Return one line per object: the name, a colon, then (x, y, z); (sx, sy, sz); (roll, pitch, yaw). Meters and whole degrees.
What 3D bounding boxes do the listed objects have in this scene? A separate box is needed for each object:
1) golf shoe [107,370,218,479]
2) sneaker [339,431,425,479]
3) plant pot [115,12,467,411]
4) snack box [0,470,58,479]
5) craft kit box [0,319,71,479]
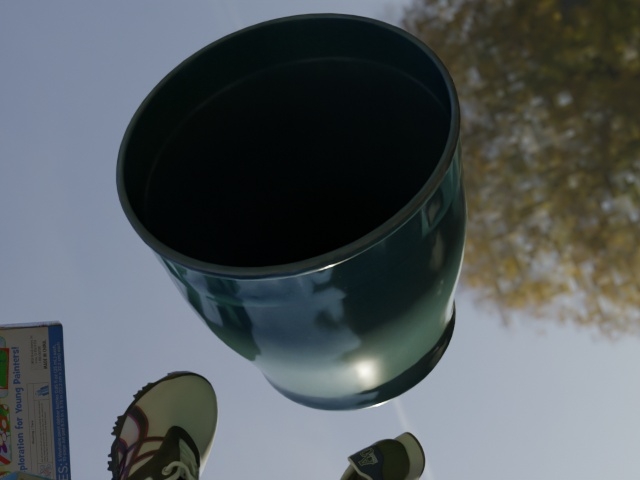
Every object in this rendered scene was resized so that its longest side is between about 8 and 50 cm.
golf shoe: (-0.142, 0.223, 1.594); (0.105, 0.120, 0.273); (54, -138, -24)
sneaker: (0.037, 0.277, 1.786); (0.086, 0.192, 0.064); (-9, -138, -36)
plant pot: (0.000, 0.000, 1.433); (0.255, 0.271, 0.272); (71, -169, -47)
snack box: (-0.170, 0.343, 1.264); (0.187, 0.060, 0.322); (21, -123, -29)
craft kit box: (-0.416, 0.225, 2.028); (0.061, 0.246, 0.250); (-166, 73, -74)
